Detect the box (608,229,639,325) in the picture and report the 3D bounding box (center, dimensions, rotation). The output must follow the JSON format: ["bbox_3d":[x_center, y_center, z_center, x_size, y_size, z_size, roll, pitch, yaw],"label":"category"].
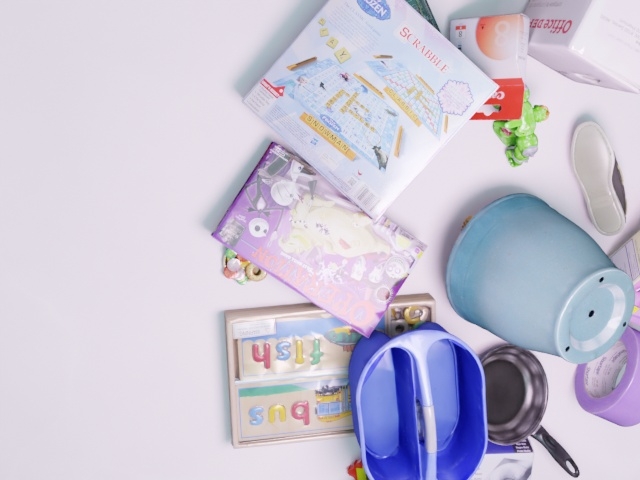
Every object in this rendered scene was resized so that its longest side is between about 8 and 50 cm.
[{"bbox_3d":[0.697,0.064,1.784,0.213,0.117,0.243,25,132,-16],"label":"box"}]

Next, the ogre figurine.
[{"bbox_3d":[0.356,-0.224,1.704,0.096,0.118,0.197,2,104,-11],"label":"ogre figurine"}]

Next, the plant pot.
[{"bbox_3d":[0.408,0.087,1.679,0.271,0.255,0.272,-14,120,-26],"label":"plant pot"}]

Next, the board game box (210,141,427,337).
[{"bbox_3d":[0.000,0.000,1.705,0.346,0.056,0.208,33,92,-11],"label":"board game box"}]

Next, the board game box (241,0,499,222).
[{"bbox_3d":[0.085,-0.254,1.622,0.318,0.066,0.318,43,99,-3],"label":"board game box"}]

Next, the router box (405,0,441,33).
[{"bbox_3d":[0.156,-0.384,1.668,0.092,0.038,0.123,-28,107,-3],"label":"router box"}]

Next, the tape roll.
[{"bbox_3d":[0.590,0.264,1.834,0.080,0.189,0.189,24,99,-14],"label":"tape roll"}]

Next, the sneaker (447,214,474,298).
[{"bbox_3d":[0.301,0.048,1.790,0.083,0.069,0.186,11,104,-12],"label":"sneaker"}]

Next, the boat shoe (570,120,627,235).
[{"bbox_3d":[0.535,-0.124,1.792,0.081,0.068,0.228,-9,107,28],"label":"boat shoe"}]

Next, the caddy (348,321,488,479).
[{"bbox_3d":[0.179,0.314,1.724,0.241,0.179,0.342,-9,106,-9],"label":"caddy"}]

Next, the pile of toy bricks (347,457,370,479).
[{"bbox_3d":[0.079,0.547,1.868,0.105,0.118,0.212,3,116,22],"label":"pile of toy bricks"}]

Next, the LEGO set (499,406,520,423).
[{"bbox_3d":[0.368,0.343,1.902,0.054,0.023,0.083,-39,91,-27],"label":"LEGO set"}]

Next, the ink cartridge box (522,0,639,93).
[{"bbox_3d":[0.517,-0.471,1.583,0.166,0.285,0.395,24,98,-14],"label":"ink cartridge box"}]

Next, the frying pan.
[{"bbox_3d":[0.420,0.332,1.879,0.326,0.053,0.197,27,78,-24],"label":"frying pan"}]

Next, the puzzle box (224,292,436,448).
[{"bbox_3d":[0.023,0.252,1.799,0.408,0.052,0.272,-5,106,-9],"label":"puzzle box"}]

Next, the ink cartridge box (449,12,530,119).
[{"bbox_3d":[0.291,-0.304,1.649,0.045,0.145,0.179,4,92,-48],"label":"ink cartridge box"}]

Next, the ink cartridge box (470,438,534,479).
[{"bbox_3d":[0.324,0.472,1.913,0.223,0.045,0.224,0,104,-10],"label":"ink cartridge box"}]

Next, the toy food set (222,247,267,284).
[{"bbox_3d":[-0.141,0.041,1.731,0.082,0.020,0.083,-11,106,-7],"label":"toy food set"}]
